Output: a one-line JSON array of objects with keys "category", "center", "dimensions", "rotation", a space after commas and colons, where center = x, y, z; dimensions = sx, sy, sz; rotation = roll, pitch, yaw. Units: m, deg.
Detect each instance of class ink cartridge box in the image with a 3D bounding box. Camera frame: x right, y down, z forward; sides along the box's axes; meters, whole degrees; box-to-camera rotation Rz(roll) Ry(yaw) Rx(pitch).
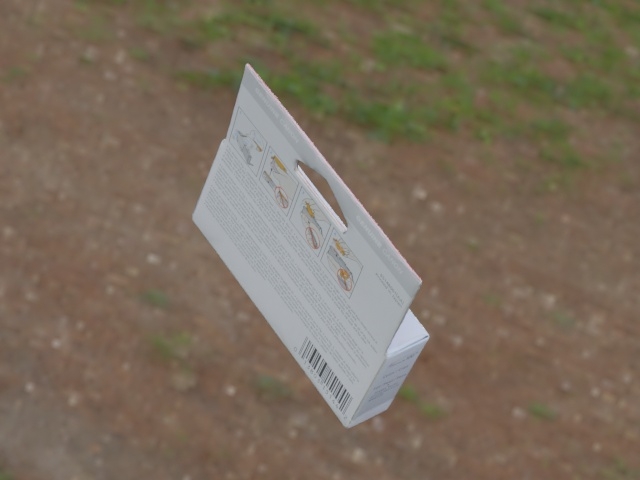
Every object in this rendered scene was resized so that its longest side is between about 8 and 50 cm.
[{"category": "ink cartridge box", "center": [0.000, 0.000, 1.988], "dimensions": [0.066, 0.261, 0.296], "rotation": [-23, 64, -32]}]
